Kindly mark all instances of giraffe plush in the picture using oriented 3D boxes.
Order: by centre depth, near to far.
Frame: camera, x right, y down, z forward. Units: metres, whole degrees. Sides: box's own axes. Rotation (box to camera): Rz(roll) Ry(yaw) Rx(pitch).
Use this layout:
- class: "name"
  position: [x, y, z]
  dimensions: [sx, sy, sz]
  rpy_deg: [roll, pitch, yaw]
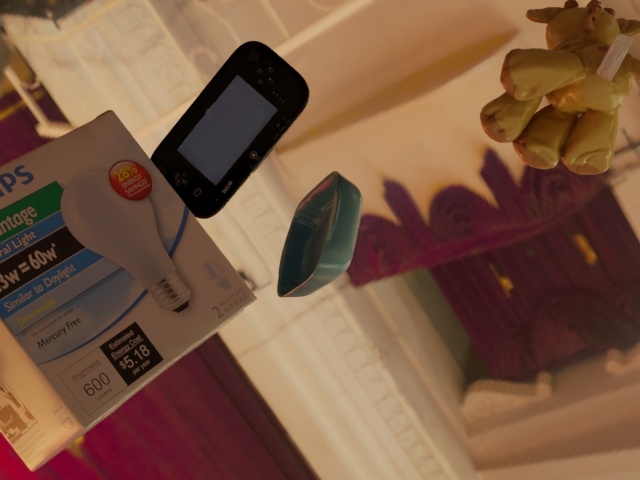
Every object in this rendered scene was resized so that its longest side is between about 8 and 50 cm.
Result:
- class: "giraffe plush"
  position: [0.297, -0.206, 1.292]
  dimensions: [0.210, 0.181, 0.170]
  rpy_deg: [-48, -161, 39]

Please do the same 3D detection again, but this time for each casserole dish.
- class: "casserole dish"
  position: [0.000, 0.000, 1.120]
  dimensions: [0.188, 0.037, 0.114]
  rpy_deg: [141, -37, -68]

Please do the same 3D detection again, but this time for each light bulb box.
- class: "light bulb box"
  position: [-0.355, 0.064, 1.572]
  dimensions: [0.358, 0.361, 0.225]
  rpy_deg: [-38, 179, -42]

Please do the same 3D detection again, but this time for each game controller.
- class: "game controller"
  position: [-0.162, -0.194, 1.946]
  dimensions: [0.319, 0.166, 0.067]
  rpy_deg: [-50, 160, 10]
